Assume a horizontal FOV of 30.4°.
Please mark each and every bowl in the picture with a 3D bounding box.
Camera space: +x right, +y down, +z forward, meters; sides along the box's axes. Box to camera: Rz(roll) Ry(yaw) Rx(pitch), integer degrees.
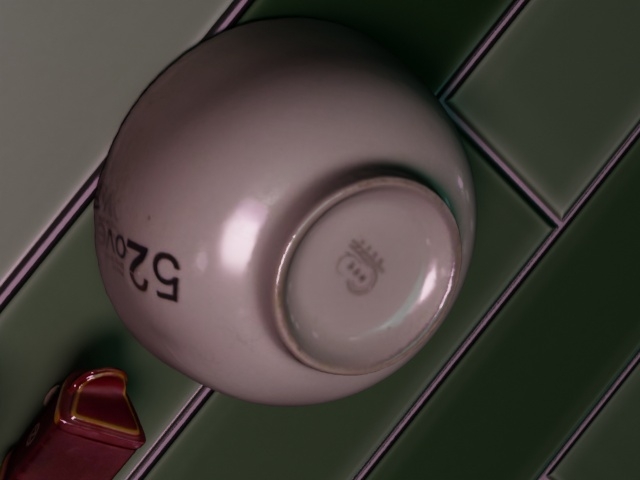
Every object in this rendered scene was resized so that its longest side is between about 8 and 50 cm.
[{"bbox_3d":[0.000,0.000,1.010,0.354,0.185,0.353,-11,115,-24],"label":"bowl"}]

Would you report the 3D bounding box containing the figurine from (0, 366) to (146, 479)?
[{"bbox_3d":[-0.211,0.159,1.011,0.082,0.098,0.154,24,117,-30],"label":"figurine"}]
